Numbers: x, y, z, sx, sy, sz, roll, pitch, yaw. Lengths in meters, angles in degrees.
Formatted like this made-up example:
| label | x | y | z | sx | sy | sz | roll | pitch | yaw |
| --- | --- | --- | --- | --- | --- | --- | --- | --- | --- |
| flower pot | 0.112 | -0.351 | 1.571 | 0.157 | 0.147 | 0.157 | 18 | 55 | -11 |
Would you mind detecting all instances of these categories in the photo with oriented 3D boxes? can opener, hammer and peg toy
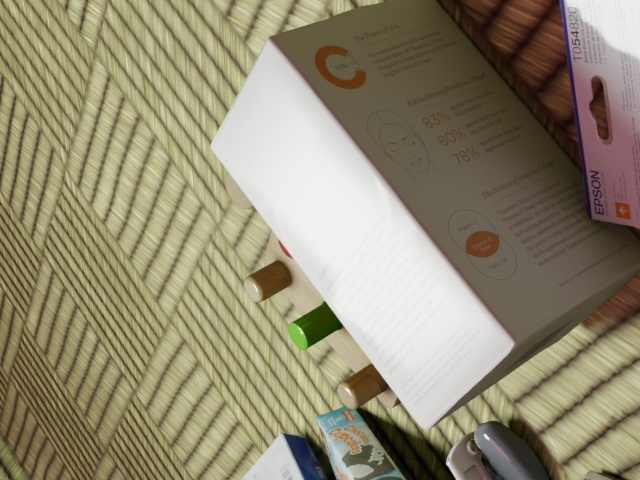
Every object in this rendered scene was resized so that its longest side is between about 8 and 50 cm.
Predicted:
| label | x | y | z | sx | sy | sz | roll | pitch | yaw |
| --- | --- | --- | --- | --- | --- | --- | --- | --- | --- |
| can opener | 0.246 | 0.335 | 1.362 | 0.283 | 0.076 | 0.095 | 57 | 150 | 6 |
| hammer and peg toy | 0.000 | 0.000 | 1.407 | 0.361 | 0.127 | 0.266 | 47 | 146 | 23 |

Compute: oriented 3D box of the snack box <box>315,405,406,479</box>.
| label | x | y | z | sx | sy | sz | roll | pitch | yaw |
| --- | --- | --- | --- | --- | --- | --- | --- | --- | --- |
| snack box | 0.080 | 0.351 | 1.523 | 0.322 | 0.060 | 0.187 | -135 | 26 | -71 |

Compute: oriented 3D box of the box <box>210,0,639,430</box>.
| label | x | y | z | sx | sy | sz | roll | pitch | yaw |
| --- | --- | --- | --- | --- | --- | --- | --- | --- | --- |
| box | 0.097 | -0.038 | 1.129 | 0.345 | 0.215 | 0.168 | 53 | 140 | 15 |

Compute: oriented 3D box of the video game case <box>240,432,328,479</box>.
| label | x | y | z | sx | sy | sz | roll | pitch | yaw |
| --- | --- | --- | --- | --- | --- | --- | --- | --- | --- |
| video game case | -0.058 | 0.460 | 1.744 | 0.244 | 0.061 | 0.269 | -50 | 46 | 22 |

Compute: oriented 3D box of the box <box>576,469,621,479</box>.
| label | x | y | z | sx | sy | sz | roll | pitch | yaw |
| --- | --- | --- | --- | --- | --- | --- | --- | --- | --- |
| box | 0.353 | 0.385 | 1.199 | 0.262 | 0.126 | 0.231 | 16 | 129 | 51 |

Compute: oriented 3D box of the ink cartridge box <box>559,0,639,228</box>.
| label | x | y | z | sx | sy | sz | roll | pitch | yaw |
| --- | --- | --- | --- | --- | --- | --- | --- | --- | --- |
| ink cartridge box | 0.299 | -0.102 | 0.962 | 0.224 | 0.045 | 0.223 | 19 | 129 | 50 |
